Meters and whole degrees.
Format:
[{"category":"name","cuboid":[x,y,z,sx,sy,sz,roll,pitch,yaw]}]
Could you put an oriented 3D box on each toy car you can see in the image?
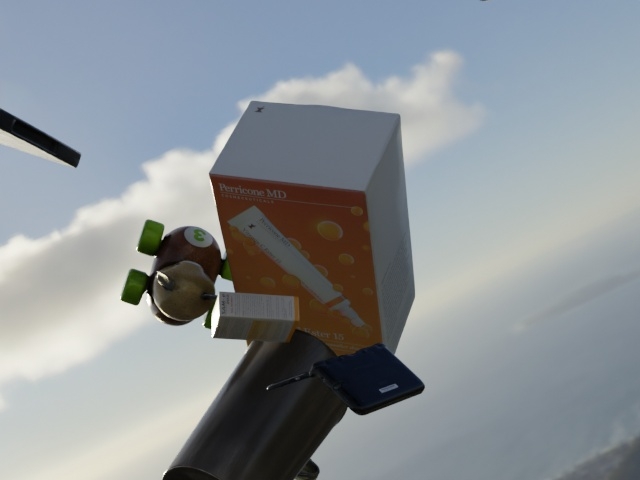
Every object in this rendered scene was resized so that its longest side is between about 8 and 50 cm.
[{"category":"toy car","cuboid":[-0.185,0.053,1.626,0.155,0.148,0.188,18,-3,-11]}]

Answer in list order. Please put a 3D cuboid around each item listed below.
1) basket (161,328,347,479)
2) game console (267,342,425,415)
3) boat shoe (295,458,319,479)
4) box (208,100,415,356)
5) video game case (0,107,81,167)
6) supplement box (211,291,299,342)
[{"category":"basket","cuboid":[-0.084,0.250,1.451,0.227,0.154,0.204,-51,-9,-44]},{"category":"game console","cuboid":[0.028,0.152,1.209,0.122,0.107,0.071,-11,-44,-52]},{"category":"boat shoe","cuboid":[-0.070,0.369,2.004,0.049,0.152,0.056,118,171,-60]},{"category":"box","cuboid":[0.000,0.000,1.607,0.215,0.345,0.168,7,44,18]},{"category":"video game case","cuboid":[-0.417,-0.148,1.364,0.196,0.026,0.274,18,-3,11]},{"category":"supplement box","cuboid":[-0.080,0.094,1.424,0.099,0.036,0.062,5,-32,-13]}]
